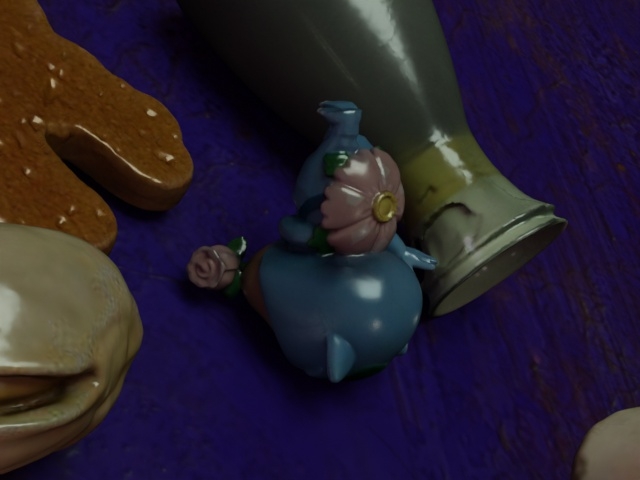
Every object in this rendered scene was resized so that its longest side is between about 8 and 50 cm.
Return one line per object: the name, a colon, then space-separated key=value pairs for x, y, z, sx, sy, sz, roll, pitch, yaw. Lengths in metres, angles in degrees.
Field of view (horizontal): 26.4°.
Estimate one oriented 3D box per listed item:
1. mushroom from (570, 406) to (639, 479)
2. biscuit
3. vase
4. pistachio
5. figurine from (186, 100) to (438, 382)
mushroom: x=0.329 y=0.185 z=0.708 sx=0.325 sy=0.353 sz=0.353 roll=7 pitch=44 yaw=-7
biscuit: x=-0.237 y=-0.111 z=0.851 sx=0.334 sy=0.047 sz=0.202 roll=41 pitch=36 yaw=-2
vase: x=0.041 y=-0.106 z=1.002 sx=0.173 sy=0.173 sz=0.321 roll=-20 pitch=73 yaw=-49
pistachio: x=-0.190 y=0.052 z=0.666 sx=0.223 sy=0.126 sz=0.152 roll=-2 pitch=20 yaw=-36
figurine: x=-0.005 y=0.001 z=0.873 sx=0.144 sy=0.178 sz=0.114 roll=5 pitch=12 yaw=17
